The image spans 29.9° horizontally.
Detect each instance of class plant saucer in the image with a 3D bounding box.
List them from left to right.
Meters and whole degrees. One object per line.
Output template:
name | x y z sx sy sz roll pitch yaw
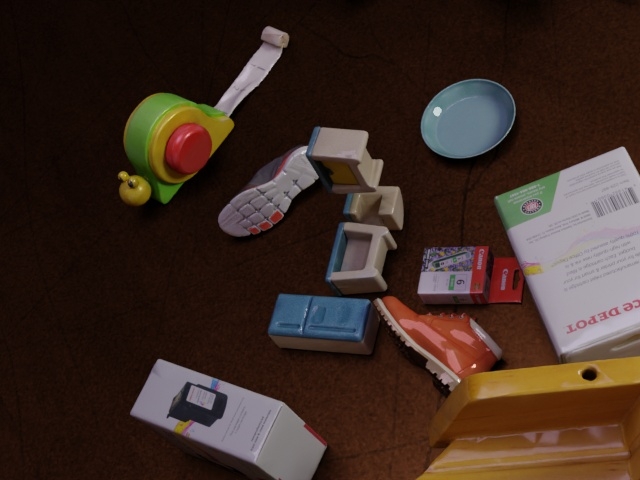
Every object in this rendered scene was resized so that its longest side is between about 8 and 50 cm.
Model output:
plant saucer | 0.184 -0.146 1.478 0.119 0.021 0.119 -11 56 18

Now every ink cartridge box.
ink cartridge box | -0.100 0.206 1.313 0.175 0.127 0.072 14 69 31
ink cartridge box | 0.172 0.039 1.360 0.115 0.029 0.062 -2 58 23
ink cartridge box | 0.294 0.029 1.269 0.154 0.093 0.212 -22 52 7

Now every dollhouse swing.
dollhouse swing | 0.230 0.242 1.016 0.315 0.305 0.346 -6 57 7

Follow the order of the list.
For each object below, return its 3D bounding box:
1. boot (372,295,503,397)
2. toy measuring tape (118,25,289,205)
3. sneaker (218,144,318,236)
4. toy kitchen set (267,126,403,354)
boot | 0.128 0.103 1.326 0.085 0.059 0.158 -42 61 -10
toy measuring tape | -0.166 -0.185 1.602 0.121 0.121 0.330 27 73 35
sneaker | -0.065 -0.065 1.528 0.158 0.061 0.065 -37 25 -2
toy kitchen set | 0.000 0.000 1.375 0.122 0.166 0.207 1 60 25
